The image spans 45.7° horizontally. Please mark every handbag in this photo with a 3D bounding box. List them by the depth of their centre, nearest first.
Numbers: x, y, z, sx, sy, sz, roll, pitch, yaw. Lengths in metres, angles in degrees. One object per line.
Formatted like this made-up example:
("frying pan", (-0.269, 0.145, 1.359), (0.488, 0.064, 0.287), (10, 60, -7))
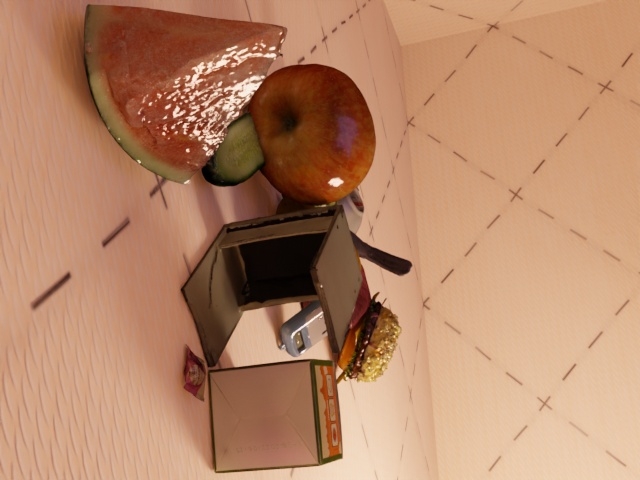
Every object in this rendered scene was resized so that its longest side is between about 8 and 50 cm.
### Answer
("handbag", (0.038, 0.139, 1.927), (0.225, 0.135, 0.146), (-40, 123, -67))

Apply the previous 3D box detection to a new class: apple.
("apple", (-0.027, -0.228, 1.630), (0.309, 0.277, 0.250), (45, 26, 1))

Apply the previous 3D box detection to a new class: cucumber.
("cucumber", (-0.179, -0.164, 1.457), (0.244, 0.063, 0.115), (-55, 127, -67))

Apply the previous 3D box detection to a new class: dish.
("dish", (0.064, -0.107, 2.046), (0.229, 0.081, 0.229), (53, 22, -32))

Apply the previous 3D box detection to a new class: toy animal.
("toy animal", (0.037, 0.002, 1.906), (0.081, 0.367, 0.206), (-61, -172, -18))

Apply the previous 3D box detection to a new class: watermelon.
("watermelon", (-0.213, -0.283, 1.117), (0.250, 0.292, 0.283), (55, 8, 22))

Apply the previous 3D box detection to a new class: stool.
("stool", (-0.076, 0.076, 1.365), (0.270, 0.243, 0.170), (-67, 144, -62))

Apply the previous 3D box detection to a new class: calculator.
("calculator", (-0.009, 0.181, 1.694), (0.039, 0.210, 0.121), (41, -23, 35))

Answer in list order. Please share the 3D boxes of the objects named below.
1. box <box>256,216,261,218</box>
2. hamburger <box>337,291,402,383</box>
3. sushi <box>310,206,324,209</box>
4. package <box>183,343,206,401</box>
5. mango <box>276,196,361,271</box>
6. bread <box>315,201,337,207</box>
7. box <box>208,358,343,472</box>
("box", (-0.083, 0.038, 1.627), (0.124, 0.093, 0.172), (54, 31, -57))
("hamburger", (0.134, 0.275, 2.057), (0.262, 0.138, 0.243), (-67, 177, -52))
("sushi", (0.000, 0.000, 1.608), (0.150, 0.090, 0.078), (-83, 161, -47))
("package", (-0.204, 0.216, 1.238), (0.059, 0.029, 0.083), (54, 20, -44))
("mango", (-0.010, 0.012, 1.756), (0.262, 0.130, 0.167), (49, -28, 4))
("bread", (-0.016, -0.121, 1.890), (0.139, 0.071, 0.130), (34, -2, -19))
("box", (-0.075, 0.306, 1.330), (0.148, 0.195, 0.177), (29, 53, -70))
